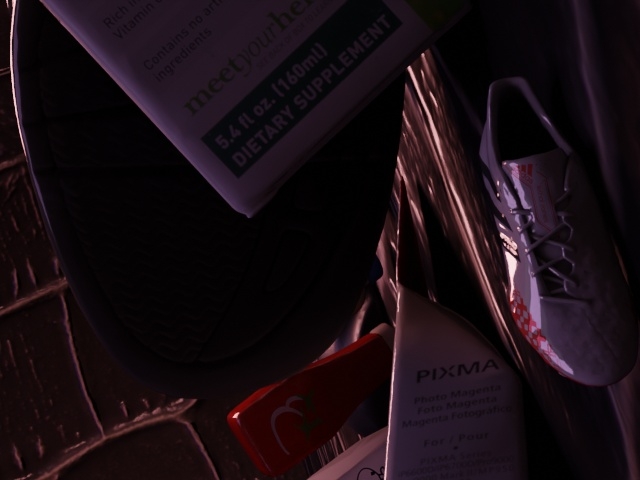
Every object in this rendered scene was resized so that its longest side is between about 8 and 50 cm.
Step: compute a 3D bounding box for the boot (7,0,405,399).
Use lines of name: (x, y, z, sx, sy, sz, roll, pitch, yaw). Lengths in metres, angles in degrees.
boot: (-0.068, -0.146, 0.764, 0.284, 0.138, 0.377, -135, 33, -79)

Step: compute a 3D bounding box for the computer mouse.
computer mouse: (0.000, 0.000, 1.078, 0.071, 0.041, 0.242, 104, 151, -83)

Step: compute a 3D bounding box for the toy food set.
toy food set: (0.025, 0.083, 0.927, 0.232, 0.104, 0.111, 57, 163, -5)

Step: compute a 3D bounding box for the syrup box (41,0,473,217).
syrup box: (-0.072, -0.126, 0.571, 0.237, 0.093, 0.096, 47, 180, -9)

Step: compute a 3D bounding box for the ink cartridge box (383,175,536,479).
ink cartridge box: (0.066, 0.109, 0.730, 0.232, 0.066, 0.189, -76, -22, -53)

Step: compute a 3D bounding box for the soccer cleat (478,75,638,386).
soccer cleat: (0.056, -0.003, 0.462, 0.035, 0.029, 0.083, 73, -177, -55)
